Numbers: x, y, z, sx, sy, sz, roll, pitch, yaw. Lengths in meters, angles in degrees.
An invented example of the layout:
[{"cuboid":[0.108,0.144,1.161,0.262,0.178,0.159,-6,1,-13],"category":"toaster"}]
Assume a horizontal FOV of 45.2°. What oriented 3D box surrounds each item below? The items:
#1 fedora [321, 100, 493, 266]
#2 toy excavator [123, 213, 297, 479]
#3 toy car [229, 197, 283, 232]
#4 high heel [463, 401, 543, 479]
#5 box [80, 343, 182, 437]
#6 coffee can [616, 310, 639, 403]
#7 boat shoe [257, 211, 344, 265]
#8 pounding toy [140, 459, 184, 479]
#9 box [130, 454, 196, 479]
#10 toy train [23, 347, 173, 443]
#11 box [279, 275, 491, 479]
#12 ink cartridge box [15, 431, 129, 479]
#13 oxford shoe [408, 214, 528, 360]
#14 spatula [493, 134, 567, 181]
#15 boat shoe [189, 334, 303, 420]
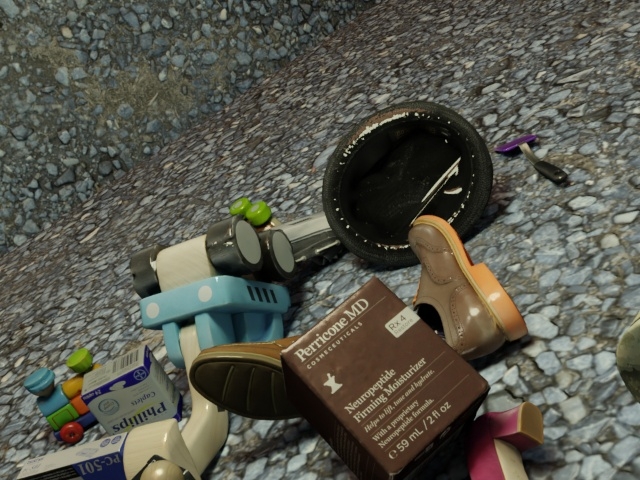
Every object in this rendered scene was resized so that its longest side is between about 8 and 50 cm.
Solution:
[{"cuboid":[0.174,-0.104,1.518,0.334,0.333,0.152,-22,-8,11],"category":"fedora"},{"cuboid":[-0.183,0.194,1.311,0.223,0.444,0.433,-19,-14,21],"category":"toy excavator"},{"cuboid":[-0.162,0.029,1.658,0.188,0.155,0.149,-48,31,-18],"category":"toy car"},{"cuboid":[0.195,0.304,0.899,0.117,0.082,0.244,-43,23,45],"category":"high heel"},{"cuboid":[-0.331,0.277,1.360,0.126,0.137,0.072,-27,27,2],"category":"box"},{"cuboid":[0.487,0.072,0.869,0.202,0.201,0.275,4,40,48],"category":"coffee can"},{"cuboid":[0.000,0.000,1.604,0.301,0.102,0.108,-18,11,-30],"category":"boat shoe"},{"cuboid":[-0.136,0.386,0.917,0.110,0.237,0.182,-43,25,36],"category":"pounding toy"},{"cuboid":[-0.206,0.394,0.994,0.093,0.158,0.156,1,38,50],"category":"box"},{"cuboid":[-0.426,0.262,1.473,0.248,0.143,0.105,-32,26,-8],"category":"toy train"},{"cuboid":[0.077,0.194,0.988,0.168,0.167,0.203,-38,66,-19],"category":"box"},{"cuboid":[-0.381,0.384,1.257,0.207,0.097,0.046,-19,27,17],"category":"ink cartridge box"},{"cuboid":[0.196,0.067,1.258,0.133,0.130,0.363,-33,25,3],"category":"oxford shoe"},{"cuboid":[0.435,-0.170,1.570,0.084,0.030,0.296,-24,25,2],"category":"spatula"},{"cuboid":[-0.039,0.201,1.159,0.308,0.110,0.104,10,29,-5],"category":"boat shoe"}]
